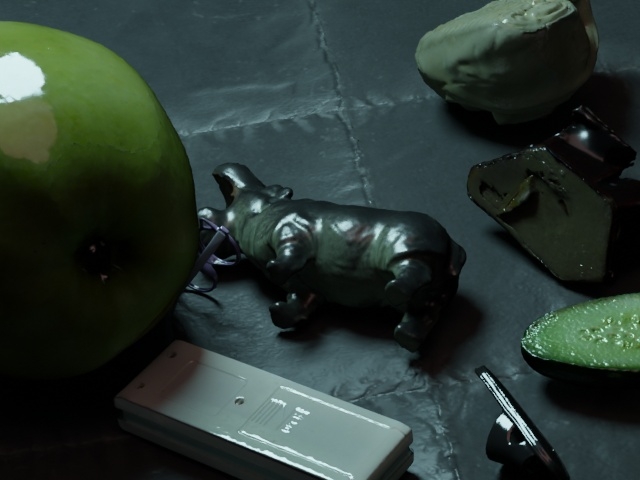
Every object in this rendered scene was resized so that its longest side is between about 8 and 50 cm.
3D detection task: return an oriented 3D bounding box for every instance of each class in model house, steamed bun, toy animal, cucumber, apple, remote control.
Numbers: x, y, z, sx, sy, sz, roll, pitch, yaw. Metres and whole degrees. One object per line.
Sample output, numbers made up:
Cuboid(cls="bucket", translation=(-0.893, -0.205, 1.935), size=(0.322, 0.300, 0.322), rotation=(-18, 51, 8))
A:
Cuboid(cls="model house", translation=(0.288, -0.047, 2.075), size=(0.164, 0.141, 0.203), rotation=(-12, 53, -47))
Cuboid(cls="steamed bun", translation=(0.230, -0.208, 2.260), size=(0.211, 0.144, 0.218), rotation=(-29, 12, -40))
Cuboid(cls="toy animal", translation=(-0.014, 0.007, 2.025), size=(0.343, 0.106, 0.168), rotation=(19, 43, 33))
Cuboid(cls="cucumber", translation=(0.317, 0.105, 1.891), size=(0.244, 0.063, 0.115), rotation=(0, 43, 5))
Cuboid(cls="apple", translation=(-0.287, -0.040, 1.911), size=(0.357, 0.357, 0.357), rotation=(-3, 37, 2))
Cuboid(cls="remote control", translation=(-0.055, 0.180, 1.838), size=(0.277, 0.055, 0.103), rotation=(18, 42, 29))

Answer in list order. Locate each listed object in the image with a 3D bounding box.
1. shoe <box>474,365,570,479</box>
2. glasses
Cuboid(cls="shoe", translation=(0.176, 0.183, 1.812), size=(0.053, 0.062, 0.159), rotation=(-37, 47, 6))
Cuboid(cls="glasses", translation=(-0.144, 0.050, 1.983), size=(0.062, 0.140, 0.104), rotation=(40, 57, -4))
